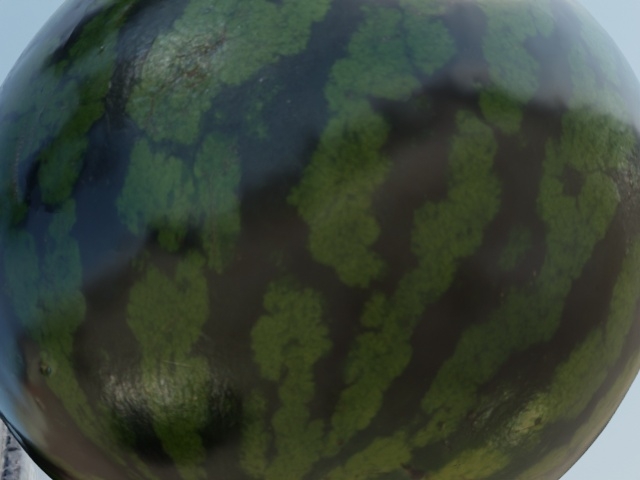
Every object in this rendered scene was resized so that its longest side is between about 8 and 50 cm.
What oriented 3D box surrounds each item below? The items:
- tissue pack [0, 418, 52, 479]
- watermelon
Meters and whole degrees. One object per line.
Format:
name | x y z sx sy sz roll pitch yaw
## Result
tissue pack | -0.145 0.158 0.940 0.051 0.112 0.156 -10 -52 5
watermelon | 0.000 0.000 0.817 0.285 0.285 0.285 -26 -19 -10
